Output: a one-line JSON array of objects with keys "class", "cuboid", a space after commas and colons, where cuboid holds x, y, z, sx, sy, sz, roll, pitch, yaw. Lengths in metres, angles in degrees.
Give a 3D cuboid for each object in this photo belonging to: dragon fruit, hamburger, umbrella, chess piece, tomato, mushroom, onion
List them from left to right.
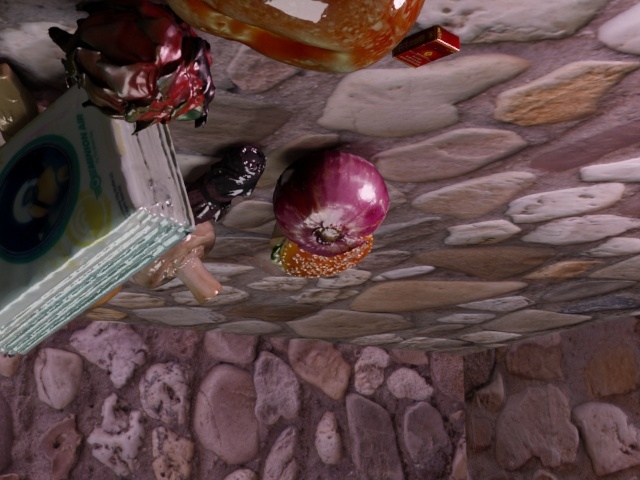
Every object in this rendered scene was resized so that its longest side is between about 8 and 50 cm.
[{"class": "chess piece", "cuboid": [-0.479, -0.208, 1.547, 0.090, 0.090, 0.200, -2, 157, 7]}, {"class": "dragon fruit", "cuboid": [-0.232, -0.227, 1.291, 0.188, 0.182, 0.182, -12, 176, -42]}, {"class": "mushroom", "cuboid": [-0.300, 0.045, 2.158, 0.207, 0.215, 0.207, -39, 175, -4]}, {"class": "umbrella", "cuboid": [-0.205, -0.086, 1.901, 0.090, 0.094, 0.326, -43, -175, -40]}, {"class": "tomato", "cuboid": [-0.021, -0.291, 0.956, 0.270, 0.223, 0.270, 20, 177, 1]}, {"class": "hamburger", "cuboid": [0.003, 0.001, 2.150, 0.236, 0.147, 0.237, -3, 165, -1]}, {"class": "onion", "cuboid": [0.008, -0.077, 1.832, 0.200, 0.201, 0.207, 15, 171, -43]}]

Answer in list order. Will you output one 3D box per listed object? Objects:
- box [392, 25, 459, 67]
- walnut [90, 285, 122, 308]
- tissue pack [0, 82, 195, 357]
[{"class": "box", "cuboid": [0.147, -0.269, 1.398, 0.082, 0.023, 0.051, -14, 160, 43]}, {"class": "walnut", "cuboid": [-0.545, 0.036, 2.143, 0.257, 0.225, 0.257, 6, 159, 2]}, {"class": "tissue pack", "cuboid": [-0.392, -0.040, 1.516, 0.388, 0.287, 0.162, -34, 146, 22]}]
